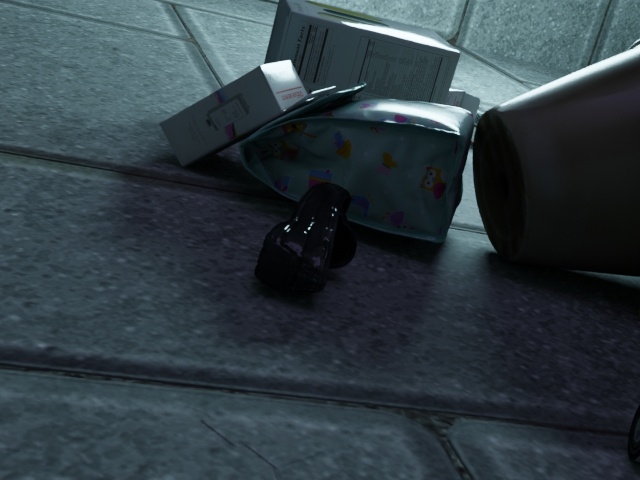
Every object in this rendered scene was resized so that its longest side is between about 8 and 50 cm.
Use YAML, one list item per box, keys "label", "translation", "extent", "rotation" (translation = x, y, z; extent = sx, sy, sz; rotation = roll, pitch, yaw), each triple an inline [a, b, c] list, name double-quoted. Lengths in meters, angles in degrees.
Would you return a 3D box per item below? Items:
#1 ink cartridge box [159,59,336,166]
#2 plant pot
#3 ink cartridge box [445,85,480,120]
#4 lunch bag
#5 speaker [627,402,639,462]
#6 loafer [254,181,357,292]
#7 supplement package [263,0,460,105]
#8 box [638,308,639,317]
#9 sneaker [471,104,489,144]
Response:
- label: "ink cartridge box"
  translation: [-0.090, -0.171, 1.303]
  extent: [0.198, 0.067, 0.115]
  rotation: [-25, 5, 22]
- label: "plant pot"
  translation: [0.350, -0.084, 1.271]
  extent: [0.280, 0.323, 0.323]
  rotation: [-9, 23, -9]
- label: "ink cartridge box"
  translation: [0.186, -0.233, 1.818]
  extent: [0.061, 0.104, 0.181]
  rotation: [-4, 26, -44]
- label: "lunch bag"
  translation: [0.049, -0.108, 1.270]
  extent: [0.262, 0.160, 0.223]
  rotation: [12, 16, 10]
- label: "speaker"
  translation: [0.325, 0.172, 0.834]
  extent: [0.136, 0.055, 0.055]
  rotation: [16, 18, 3]
- label: "loafer"
  translation: [0.000, 0.000, 1.057]
  extent: [0.078, 0.076, 0.223]
  rotation: [23, 24, 7]
- label: "supplement package"
  translation: [0.048, -0.249, 1.608]
  extent: [0.262, 0.198, 0.199]
  rotation: [11, 19, -11]
- label: "box"
  translation: [0.492, 0.081, 1.185]
  extent: [0.232, 0.087, 0.058]
  rotation: [9, 17, -14]
- label: "sneaker"
  translation: [0.368, -0.205, 1.872]
  extent: [0.120, 0.112, 0.299]
  rotation: [-4, 25, -44]
